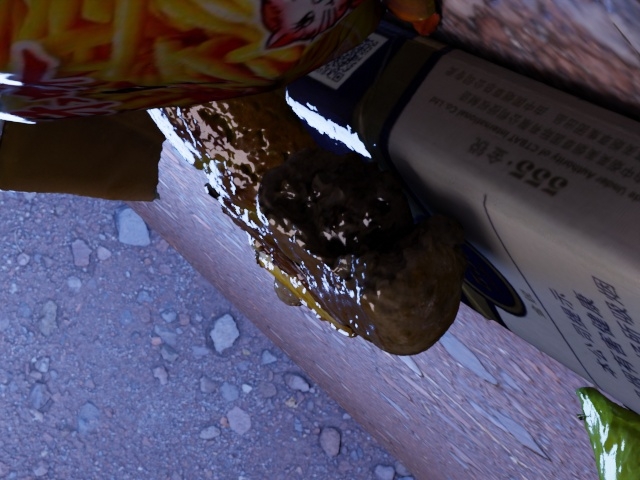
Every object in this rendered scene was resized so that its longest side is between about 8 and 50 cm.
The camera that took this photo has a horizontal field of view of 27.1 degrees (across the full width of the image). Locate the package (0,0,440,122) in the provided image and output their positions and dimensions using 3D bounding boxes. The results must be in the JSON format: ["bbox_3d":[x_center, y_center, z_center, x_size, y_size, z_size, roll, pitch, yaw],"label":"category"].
[{"bbox_3d":[-0.079,-0.107,0.527,0.223,0.288,0.108,134,128,-85],"label":"package"}]

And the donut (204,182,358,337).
[{"bbox_3d":[-0.001,0.001,1.074,0.141,0.085,0.217,41,172,12],"label":"donut"}]

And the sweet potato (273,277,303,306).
[{"bbox_3d":[-0.009,0.033,1.338,0.067,0.059,0.281,55,170,-3],"label":"sweet potato"}]

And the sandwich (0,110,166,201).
[{"bbox_3d":[-0.211,-0.164,1.180,0.198,0.227,0.155,4,-163,-38],"label":"sandwich"}]

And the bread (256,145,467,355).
[{"bbox_3d":[0.025,0.005,0.606,0.113,0.060,0.082,40,168,37],"label":"bread"}]

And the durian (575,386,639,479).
[{"bbox_3d":[0.244,0.178,0.777,0.250,0.101,0.139,42,172,8],"label":"durian"}]

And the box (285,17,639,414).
[{"bbox_3d":[0.106,-0.005,0.625,0.259,0.071,0.168,31,165,49],"label":"box"}]

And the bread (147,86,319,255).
[{"bbox_3d":[-0.036,-0.075,0.813,0.172,0.103,0.132,48,164,-8],"label":"bread"}]
